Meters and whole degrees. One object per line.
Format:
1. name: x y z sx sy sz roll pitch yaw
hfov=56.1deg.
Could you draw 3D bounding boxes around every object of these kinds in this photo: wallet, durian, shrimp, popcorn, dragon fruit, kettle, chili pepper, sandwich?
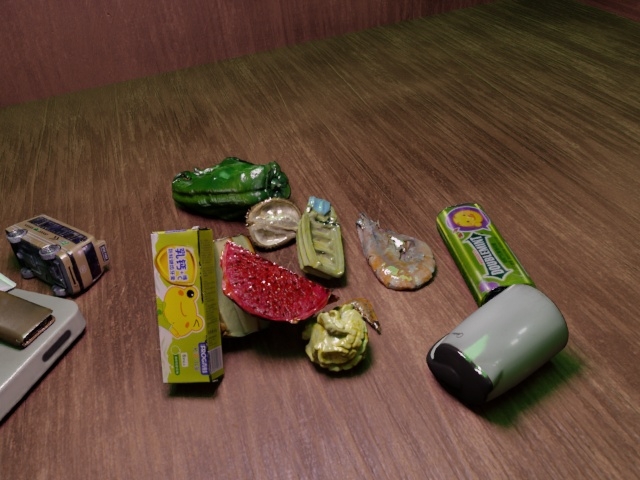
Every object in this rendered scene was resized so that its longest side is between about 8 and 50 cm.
1. wallet: -0.712 0.172 1.362 0.198 0.031 0.110 16 40 19
2. durian: -0.116 -0.047 1.647 0.188 0.148 0.091 13 7 -9
3. shrimp: 0.089 0.175 1.380 0.091 0.025 0.127 -22 34 -19
4. popcorn: 0.036 0.209 1.274 0.141 0.162 0.135 -36 76 0
5. dragon fruit: -0.107 0.114 1.308 0.274 0.161 0.126 25 83 -3
6. shrimp: 0.187 0.014 1.556 0.164 0.062 0.317 -13 41 -15
7. kettle: 0.330 0.211 1.200 0.236 0.161 0.221 -30 14 -25
8. chili pepper: -0.262 -0.148 1.775 0.385 0.167 0.213 5 21 35
9. sandwich: -0.245 0.122 1.415 0.155 0.227 0.198 -15 -4 -44

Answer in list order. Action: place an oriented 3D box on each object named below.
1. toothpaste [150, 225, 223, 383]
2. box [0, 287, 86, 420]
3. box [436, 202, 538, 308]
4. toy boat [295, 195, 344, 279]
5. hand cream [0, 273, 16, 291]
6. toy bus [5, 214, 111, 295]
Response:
1. toothpaste: -0.277 0.137 1.262 0.110 0.327 0.077 -5 0 13
2. box: -0.787 0.255 1.374 0.373 0.090 0.367 8 38 21
3. box: 0.392 0.038 1.452 0.134 0.097 0.345 -9 36 -3
4. toy boat: -0.003 0.003 1.555 0.111 0.084 0.276 21 36 -23
5. hand cream: -0.825 0.144 1.417 0.078 0.050 0.205 32 42 4
6. toy bus: -0.711 0.032 1.624 0.289 0.139 0.157 17 38 34
